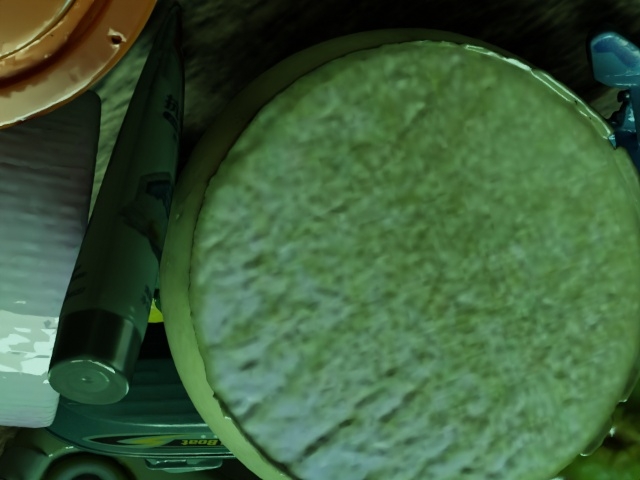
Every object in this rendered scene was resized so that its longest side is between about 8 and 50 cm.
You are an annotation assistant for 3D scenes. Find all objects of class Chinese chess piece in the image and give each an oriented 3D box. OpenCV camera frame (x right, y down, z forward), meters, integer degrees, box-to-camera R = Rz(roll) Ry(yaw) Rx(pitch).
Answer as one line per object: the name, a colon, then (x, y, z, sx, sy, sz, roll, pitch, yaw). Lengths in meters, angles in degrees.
Chinese chess piece: (0.047, 0.019, 0.578, 0.270, 0.270, 0.112, 6, 178, -12)

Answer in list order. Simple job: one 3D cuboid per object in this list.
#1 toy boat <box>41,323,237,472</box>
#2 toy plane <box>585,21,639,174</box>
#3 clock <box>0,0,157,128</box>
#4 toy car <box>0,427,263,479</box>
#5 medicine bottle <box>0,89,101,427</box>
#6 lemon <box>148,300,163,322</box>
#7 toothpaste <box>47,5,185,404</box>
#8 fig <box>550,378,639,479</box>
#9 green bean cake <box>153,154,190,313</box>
toy boat: (-0.095, 0.130, 0.872, 0.296, 0.114, 0.122, -3, 138, 1)
toy plane: (0.270, -0.085, 0.609, 0.246, 0.078, 0.169, -8, 146, -3)
clock: (-0.164, -0.142, 0.444, 0.205, 0.051, 0.205, -7, 117, -13)
toy car: (-0.131, 0.262, 1.018, 0.336, 0.226, 0.242, 27, 145, 4)
medicine bottle: (-0.322, -0.016, 0.549, 0.388, 0.219, 0.219, 9, 145, -16)
lemon: (-0.124, 0.026, 0.762, 0.092, 0.065, 0.065, 21, 159, 32)
toothpaste: (-0.092, -0.026, 0.525, 0.039, 0.239, 0.062, 7, 138, -3)
fig: (0.239, 0.187, 0.879, 0.239, 0.239, 0.271, -8, 163, 8)
green bean cake: (0.000, 0.000, 0.692, 0.208, 0.107, 0.193, -15, 142, 16)
